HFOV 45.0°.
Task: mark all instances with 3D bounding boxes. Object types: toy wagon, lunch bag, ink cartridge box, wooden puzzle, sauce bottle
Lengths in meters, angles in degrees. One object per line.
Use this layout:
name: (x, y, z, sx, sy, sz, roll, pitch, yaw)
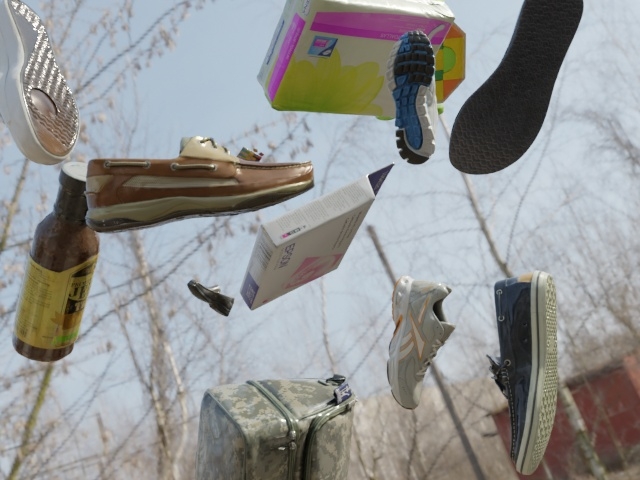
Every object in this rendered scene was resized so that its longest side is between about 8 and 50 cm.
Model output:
toy wagon: (0.172, -0.417, 1.823, 0.345, 0.068, 0.267, -8, -64, -7)
lunch bag: (-0.066, 0.392, 1.350, 0.256, 0.305, 0.213, -4, 14, -32)
ink cartridge box: (0.000, 0.000, 1.638, 0.330, 0.071, 0.324, -25, -19, -23)
wooden puzzle: (-0.162, -0.187, 1.744, 0.049, 0.006, 0.083, 29, -33, -11)
sauce bottle: (-0.426, 0.039, 1.271, 0.111, 0.111, 0.344, -4, -55, -42)

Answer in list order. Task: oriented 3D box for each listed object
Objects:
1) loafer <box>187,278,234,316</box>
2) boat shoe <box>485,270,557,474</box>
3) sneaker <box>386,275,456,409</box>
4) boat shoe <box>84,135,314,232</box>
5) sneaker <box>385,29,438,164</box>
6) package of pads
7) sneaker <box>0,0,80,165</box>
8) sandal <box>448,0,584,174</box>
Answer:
loafer: (-0.307, 0.149, 2.168, 0.062, 0.061, 0.170, 16, -21, 42)
boat shoe: (0.500, 0.324, 1.931, 0.156, 0.499, 0.187, -2, -10, 28)
sneaker: (0.201, 0.200, 1.508, 0.121, 0.262, 0.099, 1, -6, 22)
boat shoe: (-0.169, -0.090, 1.083, 0.324, 0.119, 0.122, -10, -1, -17)
sneaker: (0.140, -0.211, 1.138, 0.071, 0.190, 0.083, 2, 13, 18)
package of pads: (0.058, -0.322, 1.321, 0.297, 0.101, 0.229, -4, -41, -32)
sneaker: (-0.407, -0.190, 1.032, 0.123, 0.290, 0.106, -35, -35, 15)
sandal: (0.244, -0.191, 0.948, 0.254, 0.097, 0.054, -61, -4, 6)
